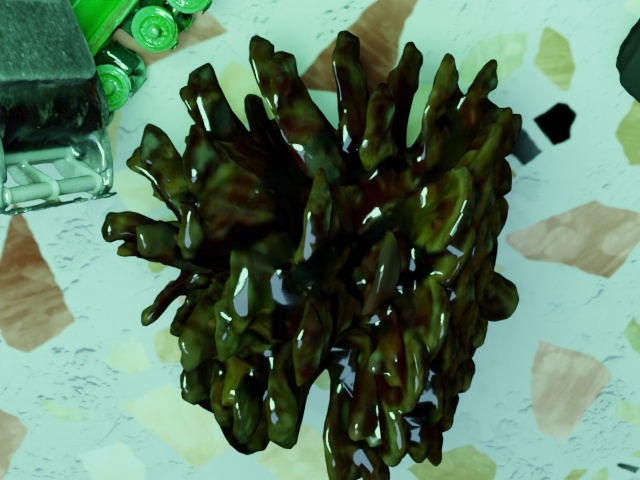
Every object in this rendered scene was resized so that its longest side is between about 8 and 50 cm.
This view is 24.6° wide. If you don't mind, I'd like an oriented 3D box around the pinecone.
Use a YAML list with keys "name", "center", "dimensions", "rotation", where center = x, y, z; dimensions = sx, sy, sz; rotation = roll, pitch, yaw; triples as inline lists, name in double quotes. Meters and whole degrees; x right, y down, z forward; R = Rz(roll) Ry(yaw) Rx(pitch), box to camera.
- name: "pinecone"
  center: [0.000, 0.000, 1.249]
  dimensions: [0.397, 0.398, 0.398]
  rotation: [-2, 125, -3]

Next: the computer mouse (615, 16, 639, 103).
- name: "computer mouse"
  center: [0.408, -0.140, 1.339]
  dimensions: [0.269, 0.100, 0.170]
  rotation: [31, 115, -23]

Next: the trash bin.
- name: "trash bin"
  center: [-0.379, -0.105, 1.182]
  dimensions: [0.367, 0.256, 0.296]
  rotation: [-24, 89, 22]

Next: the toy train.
- name: "toy train"
  center: [-0.186, -0.188, 1.278]
  dimensions: [0.119, 0.085, 0.251]
  rotation: [38, 112, -9]
